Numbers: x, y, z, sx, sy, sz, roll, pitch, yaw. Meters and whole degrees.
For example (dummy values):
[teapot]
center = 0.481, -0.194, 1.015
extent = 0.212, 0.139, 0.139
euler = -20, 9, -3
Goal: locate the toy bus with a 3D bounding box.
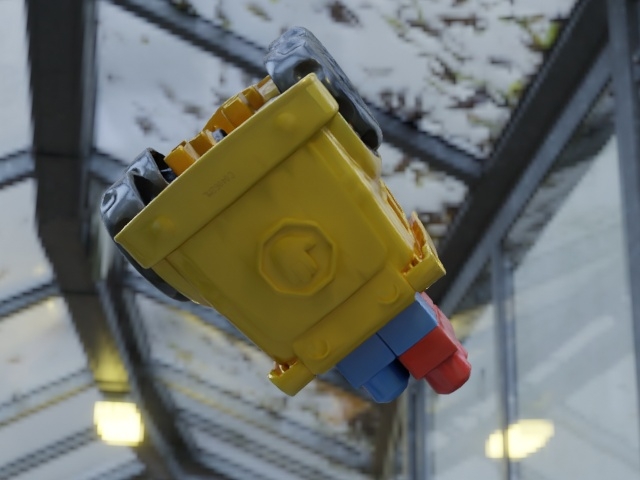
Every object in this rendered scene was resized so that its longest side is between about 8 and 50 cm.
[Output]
[toy bus]
center = 0.000, 0.000, 0.894
extent = 0.149, 0.211, 0.220
euler = -41, 10, 7
